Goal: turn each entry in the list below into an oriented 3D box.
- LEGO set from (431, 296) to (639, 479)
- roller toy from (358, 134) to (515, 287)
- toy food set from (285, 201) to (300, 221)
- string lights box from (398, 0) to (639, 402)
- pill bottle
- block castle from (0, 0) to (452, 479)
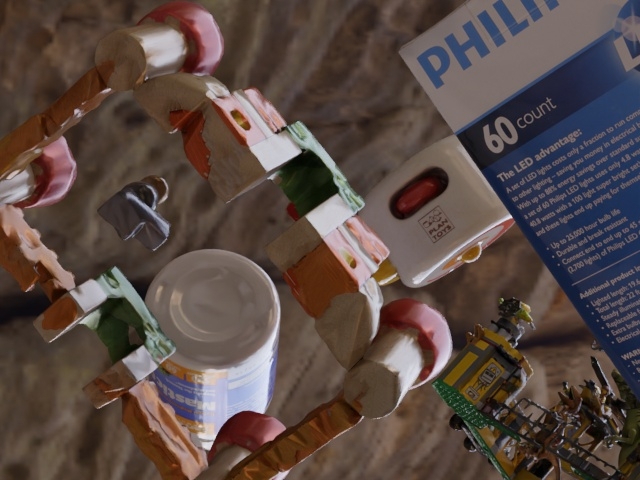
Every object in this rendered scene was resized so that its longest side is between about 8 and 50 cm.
[{"bbox_3d":[0.277,0.154,1.194,0.192,0.255,0.331,-46,-148,-14],"label":"LEGO set"},{"bbox_3d":[0.159,-0.032,1.838,0.146,0.209,0.191,55,-32,11],"label":"roller toy"},{"bbox_3d":[0.000,0.000,1.484,0.078,0.019,0.122,-25,-79,23],"label":"toy food set"},{"bbox_3d":[0.163,-0.013,0.563,0.133,0.077,0.259,-32,-87,37],"label":"string lights box"},{"bbox_3d":[-0.127,0.141,1.632,0.152,0.152,0.272,60,-19,28],"label":"pill bottle"},{"bbox_3d":[-0.111,0.018,1.364,0.303,0.213,0.453,-37,-90,22],"label":"block castle"}]
